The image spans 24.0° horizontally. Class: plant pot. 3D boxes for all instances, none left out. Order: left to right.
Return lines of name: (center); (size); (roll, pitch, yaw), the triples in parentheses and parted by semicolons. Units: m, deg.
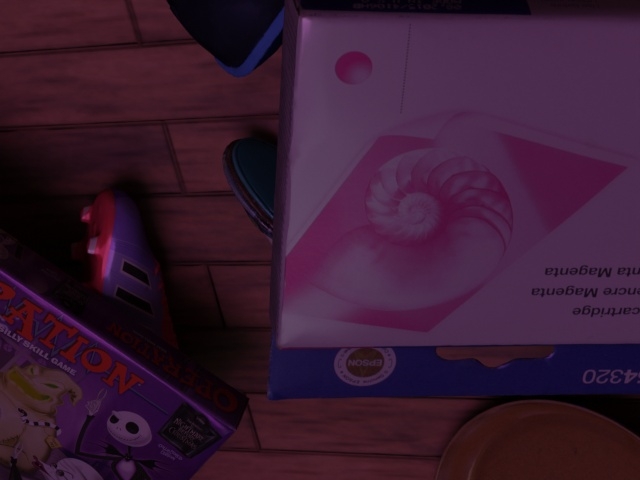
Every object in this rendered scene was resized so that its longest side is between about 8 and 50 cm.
plant pot: (0.193, 0.226, 1.142); (0.236, 0.032, 0.236); (14, 116, 32)

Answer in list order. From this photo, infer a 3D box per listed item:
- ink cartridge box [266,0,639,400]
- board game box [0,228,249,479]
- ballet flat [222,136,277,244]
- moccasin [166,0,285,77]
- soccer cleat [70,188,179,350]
ink cartridge box: (0.133, -0.007, 0.954); (0.324, 0.071, 0.330); (-1, 124, -6)
board game box: (-0.252, 0.095, 1.151); (0.347, 0.056, 0.208); (35, 120, -9)
ballet flat: (0.000, 0.000, 1.089); (0.188, 0.070, 0.070); (38, 128, -2)
moccasin: (-0.008, -0.234, 0.887); (0.117, 0.138, 0.342); (40, 126, -2)
soccer cleat: (-0.149, 0.067, 1.192); (0.095, 0.083, 0.248); (-1, 121, -15)
